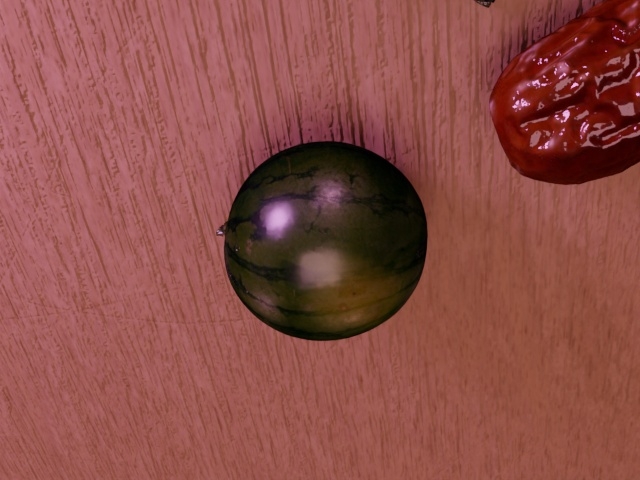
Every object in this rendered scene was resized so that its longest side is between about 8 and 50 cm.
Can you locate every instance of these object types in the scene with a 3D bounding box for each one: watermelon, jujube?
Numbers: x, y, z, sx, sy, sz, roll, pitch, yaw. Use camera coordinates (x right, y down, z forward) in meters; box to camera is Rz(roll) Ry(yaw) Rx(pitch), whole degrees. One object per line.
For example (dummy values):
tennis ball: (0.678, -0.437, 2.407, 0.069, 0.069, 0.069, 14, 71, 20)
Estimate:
watermelon: (0.005, 0.000, 0.959, 0.242, 0.242, 0.242, 2, 128, 2)
jujube: (0.306, -0.160, 0.857, 0.250, 0.174, 0.174, -24, 123, 17)

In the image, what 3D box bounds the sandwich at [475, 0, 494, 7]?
sandwich: (0.177, -0.299, 0.844, 0.069, 0.026, 0.101, 23, 125, -13)
